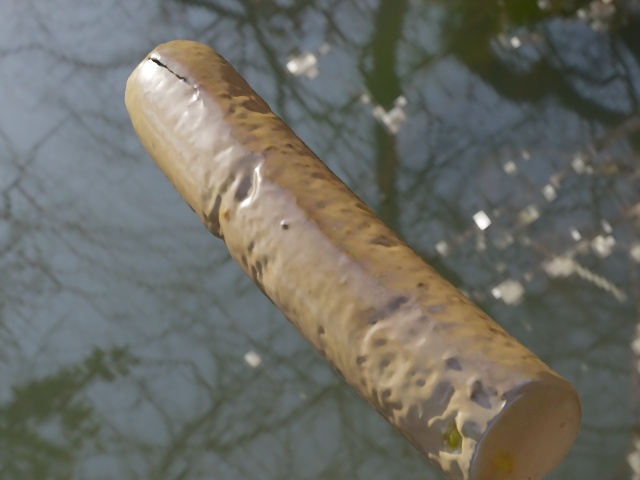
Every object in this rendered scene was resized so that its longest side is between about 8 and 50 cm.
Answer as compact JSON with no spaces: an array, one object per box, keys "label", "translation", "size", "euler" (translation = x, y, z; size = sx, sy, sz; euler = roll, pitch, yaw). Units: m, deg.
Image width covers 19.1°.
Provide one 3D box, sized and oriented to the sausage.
[{"label":"sausage","translation":[-0.001,0.000,0.805],"size":[0.066,0.066,0.301],"euler":[-43,46,-3]}]
